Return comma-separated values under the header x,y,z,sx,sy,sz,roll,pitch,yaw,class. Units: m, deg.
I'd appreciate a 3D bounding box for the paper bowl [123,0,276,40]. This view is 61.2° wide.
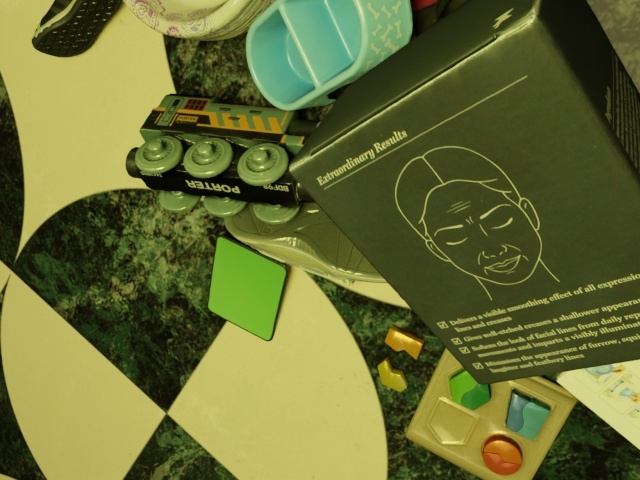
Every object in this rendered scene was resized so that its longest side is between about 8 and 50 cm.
x,y,z,sx,sy,sz,roll,pitch,yaw,class
-0.172,-0.450,0.816,0.284,0.148,0.284,6,106,21,paper bowl

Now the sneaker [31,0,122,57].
x,y,z,sx,sy,sz,roll,pitch,yaw,class
-0.439,-0.427,0.987,0.235,0.084,0.097,-26,69,25,sneaker

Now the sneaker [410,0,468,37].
x,y,z,sx,sy,sz,roll,pitch,yaw,class
0.162,-0.337,0.677,0.185,0.202,0.482,-32,90,27,sneaker

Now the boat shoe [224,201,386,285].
x,y,z,sx,sy,sz,roll,pitch,yaw,class
-0.002,0.002,0.901,0.321,0.103,0.118,12,69,16,boat shoe

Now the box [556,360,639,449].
x,y,z,sx,sy,sz,roll,pitch,yaw,class
0.445,0.207,0.754,0.203,0.114,0.103,40,114,9,box

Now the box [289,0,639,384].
x,y,z,sx,sy,sz,roll,pitch,yaw,class
0.219,-0.052,0.625,0.294,0.212,0.395,-24,116,41,box

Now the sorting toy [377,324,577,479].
x,y,z,sx,sy,sz,roll,pitch,yaw,class
0.230,0.277,0.904,0.307,0.041,0.229,24,112,15,sorting toy

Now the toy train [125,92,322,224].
x,y,z,sx,sy,sz,roll,pitch,yaw,class
-0.144,-0.141,0.871,0.334,0.190,0.142,8,147,17,toy train

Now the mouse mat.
x,y,z,sx,sy,sz,roll,pitch,yaw,class
-0.141,0.092,1.008,0.153,0.007,0.189,25,126,15,mouse mat

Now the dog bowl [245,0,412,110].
x,y,z,sx,sy,sz,roll,pitch,yaw,class
-0.006,-0.279,0.758,0.297,0.074,0.165,-11,109,56,dog bowl
